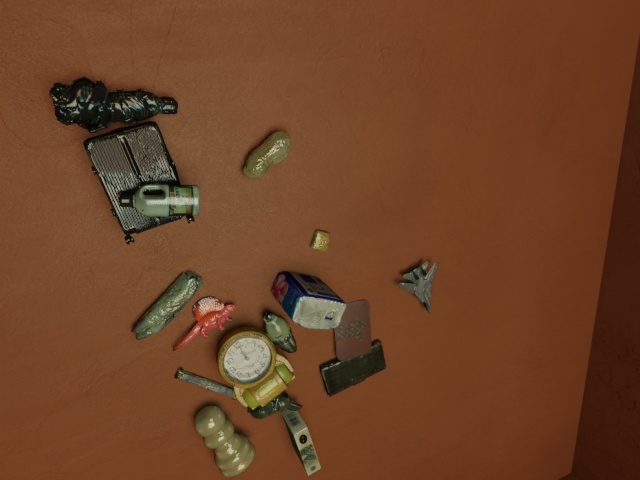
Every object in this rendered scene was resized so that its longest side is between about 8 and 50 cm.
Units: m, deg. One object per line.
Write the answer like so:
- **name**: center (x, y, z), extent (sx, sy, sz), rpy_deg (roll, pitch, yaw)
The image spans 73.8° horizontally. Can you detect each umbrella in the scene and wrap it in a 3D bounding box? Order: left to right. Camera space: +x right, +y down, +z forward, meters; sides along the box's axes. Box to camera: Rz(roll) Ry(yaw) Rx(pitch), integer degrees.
- **umbrella**: center (-0.617, -0.420, 1.283), extent (0.337, 0.128, 0.154), rpy_deg (-22, 99, -29)

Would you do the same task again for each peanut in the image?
- **peanut**: center (-0.191, -0.303, 1.523), extent (0.214, 0.090, 0.098), rpy_deg (-42, 147, -5)

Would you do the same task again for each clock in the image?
- **clock**: center (-0.275, 0.484, 1.689), extent (0.244, 0.200, 0.316), rpy_deg (-37, 109, -13)

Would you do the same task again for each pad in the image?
- **pad**: center (0.146, 0.405, 1.925), extent (0.181, 0.004, 0.266), rpy_deg (-9, 102, -20)

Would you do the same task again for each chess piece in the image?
- **chess piece**: center (-0.412, 0.812, 1.762), extent (0.167, 0.167, 0.299), rpy_deg (-32, 110, -12)

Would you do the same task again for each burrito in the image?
- **burrito**: center (-0.554, 0.242, 1.551), extent (0.309, 0.066, 0.096), rpy_deg (-46, 113, -5)

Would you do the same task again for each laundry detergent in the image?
- **laundry detergent**: center (-0.486, -0.122, 1.291), extent (0.226, 0.070, 0.099), rpy_deg (-1, 113, -22)

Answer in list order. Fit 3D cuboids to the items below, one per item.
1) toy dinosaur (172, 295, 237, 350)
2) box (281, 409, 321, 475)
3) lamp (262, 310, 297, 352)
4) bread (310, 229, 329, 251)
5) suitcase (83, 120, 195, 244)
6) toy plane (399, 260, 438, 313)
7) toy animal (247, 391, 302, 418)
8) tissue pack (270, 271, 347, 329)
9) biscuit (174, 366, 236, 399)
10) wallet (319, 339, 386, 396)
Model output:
- **toy dinosaur**: center (-0.457, 0.300, 1.622), extent (0.286, 0.070, 0.138), rpy_deg (-26, 105, -11)
- **box**: center (-0.089, 0.894, 1.910), extent (0.069, 0.164, 0.256), rpy_deg (-22, 114, -18)
- **lamp**: center (-0.162, 0.381, 1.749), extent (0.101, 0.101, 0.250), rpy_deg (-35, 120, -10)
- **bread**: center (0.000, 0.000, 1.735), extent (0.070, 0.035, 0.083), rpy_deg (10, 96, -27)
- **suitcase**: center (-0.569, -0.191, 1.354), extent (0.230, 0.152, 0.334), rpy_deg (-22, 114, -17)
- **toy plane**: center (0.476, 0.233, 1.998), extent (0.212, 0.088, 0.267), rpy_deg (-29, 124, -12)
- **toy animal**: center (-0.198, 0.703, 1.850), extent (0.237, 0.107, 0.138), rpy_deg (10, 140, -44)
- **tissue pack**: center (-0.051, 0.230, 1.652), extent (0.210, 0.270, 0.137), rpy_deg (11, 101, -27)
- **biscuit**: center (-0.453, 0.584, 1.728), extent (0.292, 0.026, 0.048), rpy_deg (33, 87, -29)
- **wallet**: center (0.156, 0.593, 1.991), extent (0.317, 0.044, 0.168), rpy_deg (-20, 110, -19)
